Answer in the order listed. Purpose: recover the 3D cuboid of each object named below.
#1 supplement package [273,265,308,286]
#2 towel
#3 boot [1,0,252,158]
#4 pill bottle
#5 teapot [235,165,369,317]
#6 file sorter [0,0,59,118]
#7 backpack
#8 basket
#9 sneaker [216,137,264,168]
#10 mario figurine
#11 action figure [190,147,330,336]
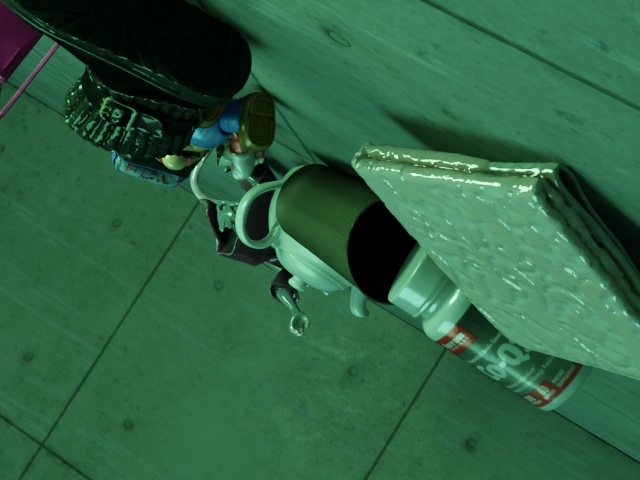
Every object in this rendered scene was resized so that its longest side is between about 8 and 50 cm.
[{"bbox_3d":[-0.085,-0.007,2.720,0.203,0.149,0.194,32,175,-3],"label":"supplement package"},{"bbox_3d":[0.220,0.022,1.304,0.332,0.053,0.317,48,162,-28],"label":"towel"},{"bbox_3d":[-0.272,-0.229,1.450,0.348,0.131,0.260,34,156,-17],"label":"boot"},{"bbox_3d":[0.249,0.105,1.728,0.283,0.161,0.161,32,175,-4],"label":"pill bottle"},{"bbox_3d":[0.000,0.000,2.086,0.256,0.187,0.252,32,175,11],"label":"teapot"},{"bbox_3d":[-0.479,-0.320,1.552,0.291,0.202,0.182,33,154,-5],"label":"file sorter"},{"bbox_3d":[-0.280,-0.193,2.009,0.158,0.117,0.173,15,-142,-38],"label":"backpack"},{"bbox_3d":[0.045,-0.022,1.851,0.227,0.154,0.204,32,171,48],"label":"basket"},{"bbox_3d":[-0.140,-0.158,2.139,0.075,0.057,0.161,-5,177,6],"label":"sneaker"},{"bbox_3d":[-0.180,-0.152,1.772,0.198,0.170,0.320,60,162,-12],"label":"mario figurine"},{"bbox_3d":[-0.087,0.008,2.347,0.276,0.248,0.370,28,171,45],"label":"action figure"}]
